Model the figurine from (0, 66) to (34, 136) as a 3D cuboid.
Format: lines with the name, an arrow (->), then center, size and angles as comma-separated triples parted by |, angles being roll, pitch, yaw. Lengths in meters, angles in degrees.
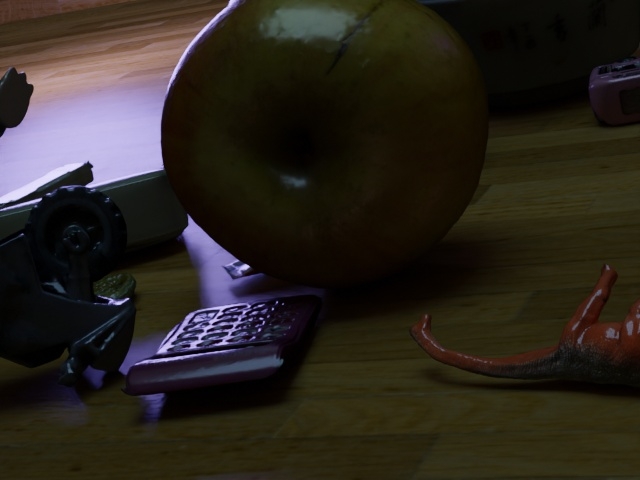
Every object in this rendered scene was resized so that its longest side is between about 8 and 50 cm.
figurine -> -0.530, -0.025, 1.603 | 0.361, 0.266, 0.377 | -17, 49, 30

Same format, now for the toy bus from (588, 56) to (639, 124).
toy bus -> 0.399, -0.175, 1.617 | 0.203, 0.063, 0.090 | -10, 19, 16

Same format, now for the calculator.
calculator -> -0.070, 0.085, 1.163 | 0.127, 0.034, 0.190 | -10, 11, 13

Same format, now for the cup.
cup -> 0.261, -0.268, 1.849 | 0.347, 0.163, 0.347 | -12, 17, 4

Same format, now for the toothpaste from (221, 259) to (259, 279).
toothpaste -> 0.000, 0.000, 1.396 | 0.190, 0.031, 0.048 | -20, 20, -12

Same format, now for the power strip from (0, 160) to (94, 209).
power strip -> -0.347, -0.065, 1.868 | 0.048, 0.030, 0.191 | -4, 19, 32

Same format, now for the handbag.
handbag -> -0.265, -0.017, 1.588 | 0.256, 0.079, 0.219 | -15, 6, -7

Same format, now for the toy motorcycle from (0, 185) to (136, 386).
toy motorcycle -> -0.264, 0.072, 1.197 | 0.270, 0.159, 0.106 | -30, 8, -2

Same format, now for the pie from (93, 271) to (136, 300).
pie -> -0.212, 0.054, 1.390 | 0.084, 0.021, 0.084 | -14, 20, 5

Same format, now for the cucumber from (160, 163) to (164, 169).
cucumber -> -0.161, -0.080, 1.775 | 0.067, 0.035, 0.107 | -14, 18, -11

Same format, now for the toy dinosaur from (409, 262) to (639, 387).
toy dinosaur -> 0.187, 0.064, 0.988 | 0.280, 0.055, 0.101 | 7, 48, 44

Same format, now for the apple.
apple -> 0.008, -0.098, 1.272 | 0.286, 0.286, 0.233 | -7, 8, 20

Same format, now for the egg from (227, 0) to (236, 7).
egg -> -0.023, -0.351, 2.294 | 0.254, 0.188, 0.188 | -13, 16, -15
